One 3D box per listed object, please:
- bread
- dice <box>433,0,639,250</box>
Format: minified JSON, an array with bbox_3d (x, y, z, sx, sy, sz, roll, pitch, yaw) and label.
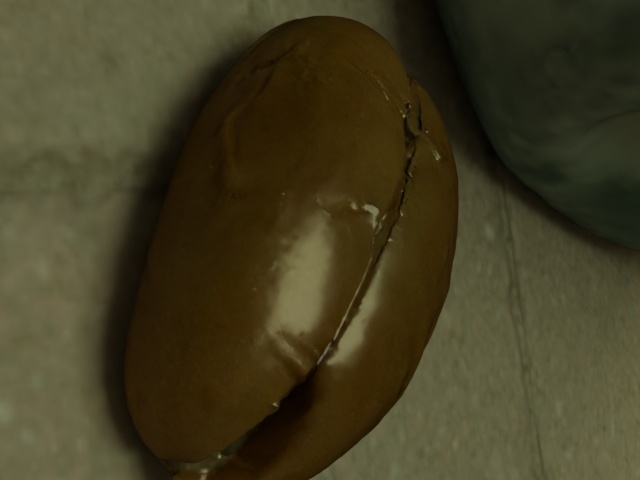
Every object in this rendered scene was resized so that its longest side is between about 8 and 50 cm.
[{"bbox_3d":[0.000,0.000,0.391,0.114,0.077,0.189,53,43,-38],"label":"bread"},{"bbox_3d":[0.264,-0.179,0.559,0.348,0.330,0.328,27,63,-49],"label":"dice"}]
